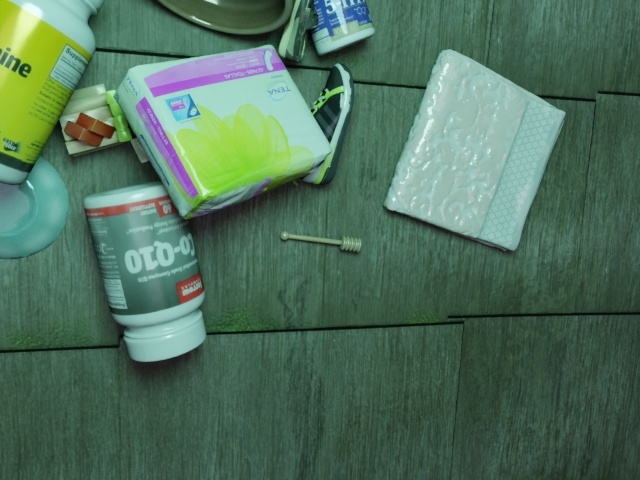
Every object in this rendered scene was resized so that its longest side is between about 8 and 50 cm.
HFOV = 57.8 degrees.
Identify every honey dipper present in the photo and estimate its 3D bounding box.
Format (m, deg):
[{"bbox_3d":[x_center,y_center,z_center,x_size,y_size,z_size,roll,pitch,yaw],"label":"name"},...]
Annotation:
[{"bbox_3d":[0.000,0.000,1.132,0.161,0.030,0.030,7,97,-15],"label":"honey dipper"}]

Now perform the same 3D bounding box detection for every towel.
[{"bbox_3d":[0.321,-0.171,1.183,0.317,0.053,0.331,19,93,-18],"label":"towel"}]

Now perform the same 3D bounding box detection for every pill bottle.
[{"bbox_3d":[-0.457,-0.266,0.856,0.188,0.188,0.333,28,88,-18],"label":"pill bottle"},{"bbox_3d":[-0.288,0.049,0.988,0.161,0.161,0.283,-13,103,-13],"label":"pill bottle"},{"bbox_3d":[0.016,-0.434,1.020,0.112,0.112,0.186,-24,105,-11],"label":"pill bottle"}]

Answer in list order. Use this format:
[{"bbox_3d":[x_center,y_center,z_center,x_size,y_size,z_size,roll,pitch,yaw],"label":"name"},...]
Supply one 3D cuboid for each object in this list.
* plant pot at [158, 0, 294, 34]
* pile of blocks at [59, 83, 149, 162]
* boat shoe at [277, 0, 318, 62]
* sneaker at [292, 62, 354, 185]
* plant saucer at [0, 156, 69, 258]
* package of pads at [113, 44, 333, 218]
[{"bbox_3d":[-0.146,-0.497,0.913,0.263,0.263,0.229,16,77,-18],"label":"plant pot"},{"bbox_3d":[-0.263,-0.191,0.982,0.363,0.113,0.148,8,97,-17],"label":"pile of blocks"},{"bbox_3d":[-0.026,-0.374,0.979,0.049,0.056,0.152,25,128,-2],"label":"boat shoe"},{"bbox_3d":[-0.005,-0.214,1.066,0.097,0.084,0.234,10,96,-16],"label":"sneaker"},{"bbox_3d":[-0.527,-0.061,0.968,0.195,0.037,0.194,-2,100,-15],"label":"plant saucer"},{"bbox_3d":[-0.139,-0.179,0.930,0.297,0.101,0.229,-28,88,-42],"label":"package of pads"}]
